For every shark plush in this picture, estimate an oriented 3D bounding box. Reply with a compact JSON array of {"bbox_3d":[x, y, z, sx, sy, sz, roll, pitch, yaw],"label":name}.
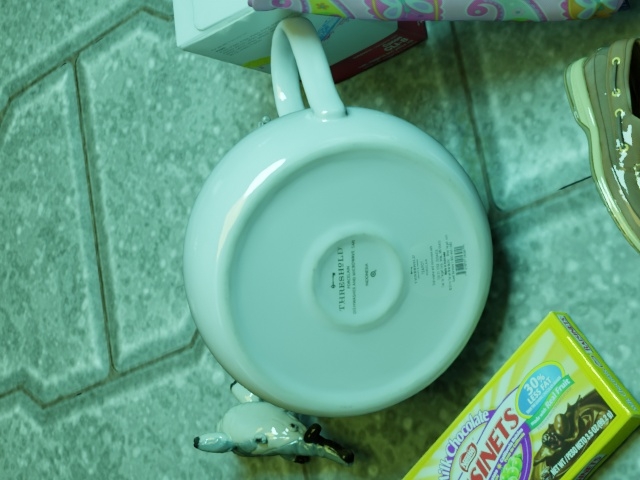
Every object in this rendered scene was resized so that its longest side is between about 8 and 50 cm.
[{"bbox_3d":[-0.031,0.168,1.169,0.161,0.067,0.073,-7,43,35],"label":"shark plush"}]

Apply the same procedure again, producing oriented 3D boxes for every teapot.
[{"bbox_3d":[0.000,0.000,1.055,0.256,0.252,0.187,-52,23,3],"label":"teapot"}]

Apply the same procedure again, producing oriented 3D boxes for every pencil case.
[{"bbox_3d":[0.084,-0.218,0.956,0.284,0.124,0.124,-1,90,-1],"label":"pencil case"}]

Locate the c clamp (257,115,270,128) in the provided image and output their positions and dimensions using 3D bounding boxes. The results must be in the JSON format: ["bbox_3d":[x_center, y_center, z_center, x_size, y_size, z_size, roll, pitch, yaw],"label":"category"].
[{"bbox_3d":[-0.054,-0.026,1.176,0.022,0.137,0.161,3,92,1],"label":"c clamp"}]

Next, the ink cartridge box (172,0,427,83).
[{"bbox_3d":[-0.021,-0.220,1.120,0.127,0.176,0.128,-20,71,41],"label":"ink cartridge box"}]

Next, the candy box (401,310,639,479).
[{"bbox_3d":[0.144,0.161,1.014,0.206,0.027,0.105,-53,49,25],"label":"candy box"}]

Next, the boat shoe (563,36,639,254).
[{"bbox_3d":[0.225,-0.063,0.939,0.060,0.064,0.178,-35,59,38],"label":"boat shoe"}]
